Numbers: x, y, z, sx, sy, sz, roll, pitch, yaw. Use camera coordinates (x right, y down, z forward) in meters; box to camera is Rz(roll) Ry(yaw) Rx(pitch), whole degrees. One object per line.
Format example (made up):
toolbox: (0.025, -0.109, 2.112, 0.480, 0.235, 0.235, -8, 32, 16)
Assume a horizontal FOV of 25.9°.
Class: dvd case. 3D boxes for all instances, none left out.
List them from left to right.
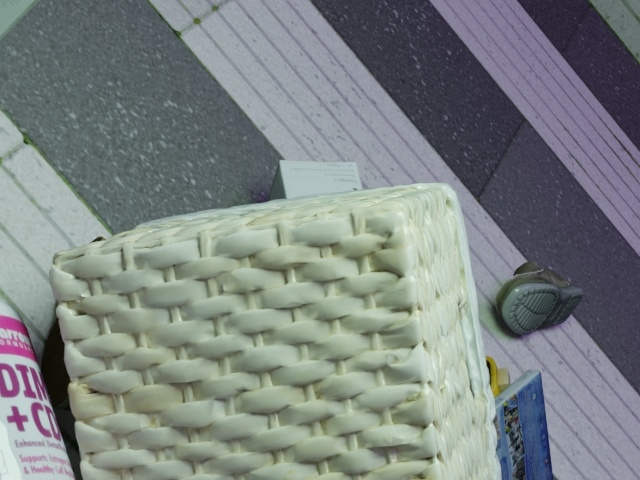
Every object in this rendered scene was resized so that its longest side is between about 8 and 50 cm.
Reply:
dvd case: (0.210, 0.289, 1.694, 0.253, 0.022, 0.180, -30, 118, -47)

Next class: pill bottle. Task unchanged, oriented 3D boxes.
pill bottle: (-0.302, 0.145, 1.139, 0.160, 0.160, 0.283, 6, 54, -51)

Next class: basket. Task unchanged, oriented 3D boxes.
basket: (-0.026, 0.129, 1.226, 0.266, 0.331, 0.328, -20, 102, -78)

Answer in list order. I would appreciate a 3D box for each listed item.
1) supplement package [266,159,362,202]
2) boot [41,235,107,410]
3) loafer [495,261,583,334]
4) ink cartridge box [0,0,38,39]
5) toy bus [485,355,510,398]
supplement package: (0.000, 0.000, 1.722, 0.105, 0.105, 0.179, 1, 52, -16)
boot: (-0.191, 0.113, 1.412, 0.165, 0.077, 0.213, 39, 33, -28)
loafer: (0.321, 0.085, 2.143, 0.087, 0.094, 0.251, 39, 14, 25)
ink cartridge box: (-0.433, -0.408, 1.552, 0.309, 0.130, 0.272, 37, 33, -26)
toy bus: (0.190, 0.193, 1.764, 0.202, 0.104, 0.191, 36, 40, -70)
